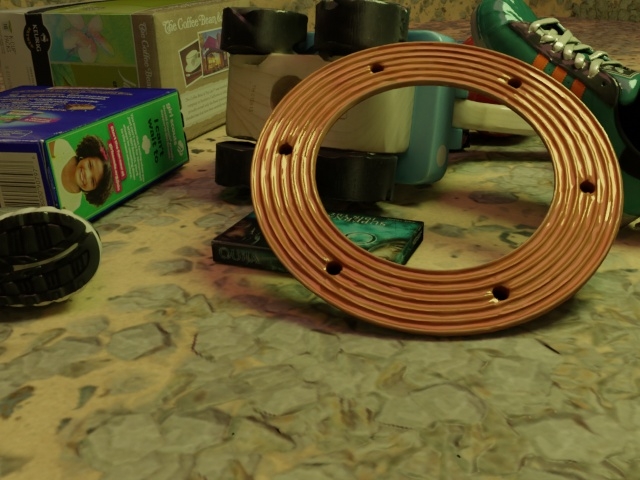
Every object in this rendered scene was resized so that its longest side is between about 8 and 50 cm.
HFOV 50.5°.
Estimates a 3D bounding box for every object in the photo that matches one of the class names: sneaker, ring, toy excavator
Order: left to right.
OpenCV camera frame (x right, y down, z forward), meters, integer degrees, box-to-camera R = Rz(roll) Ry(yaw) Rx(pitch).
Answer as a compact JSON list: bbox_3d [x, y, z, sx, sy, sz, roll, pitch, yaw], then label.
[{"bbox_3d":[-0.333,0.018,0.609,0.272,0.100,0.108,-2,8,-10],"label":"sneaker"},{"bbox_3d":[0.140,-0.177,0.913,0.433,0.222,0.445,11,13,33],"label":"toy excavator"},{"bbox_3d":[0.104,-0.061,0.634,0.337,0.032,0.336,-2,57,3],"label":"ring"},{"bbox_3d":[0.284,-0.166,0.732,0.108,0.302,0.121,-23,-14,-38],"label":"sneaker"}]

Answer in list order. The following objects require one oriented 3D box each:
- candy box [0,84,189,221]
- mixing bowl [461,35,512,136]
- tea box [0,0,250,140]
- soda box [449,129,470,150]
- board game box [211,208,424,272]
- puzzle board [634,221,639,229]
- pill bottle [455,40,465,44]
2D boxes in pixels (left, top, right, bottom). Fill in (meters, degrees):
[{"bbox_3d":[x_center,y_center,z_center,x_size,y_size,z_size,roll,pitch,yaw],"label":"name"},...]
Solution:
[{"bbox_3d":[-0.363,-0.118,0.879,0.269,0.122,0.317,4,24,15],"label":"candy box"},{"bbox_3d":[0.285,-0.232,1.065,0.182,0.181,0.098,3,36,11],"label":"mixing bowl"},{"bbox_3d":[-0.332,-0.318,1.229,0.324,0.219,0.329,7,24,21],"label":"tea box"},{"bbox_3d":[0.189,-0.194,1.103,0.053,0.060,0.169,-10,23,-4],"label":"soda box"},{"bbox_3d":[0.000,0.000,0.697,0.186,0.026,0.126,8,24,21],"label":"board game box"},{"bbox_3d":[0.416,-0.013,0.725,0.128,0.011,0.096,-16,28,-30],"label":"puzzle board"},{"bbox_3d":[0.222,-0.351,1.400,0.222,0.124,0.124,14,27,32],"label":"pill bottle"}]
